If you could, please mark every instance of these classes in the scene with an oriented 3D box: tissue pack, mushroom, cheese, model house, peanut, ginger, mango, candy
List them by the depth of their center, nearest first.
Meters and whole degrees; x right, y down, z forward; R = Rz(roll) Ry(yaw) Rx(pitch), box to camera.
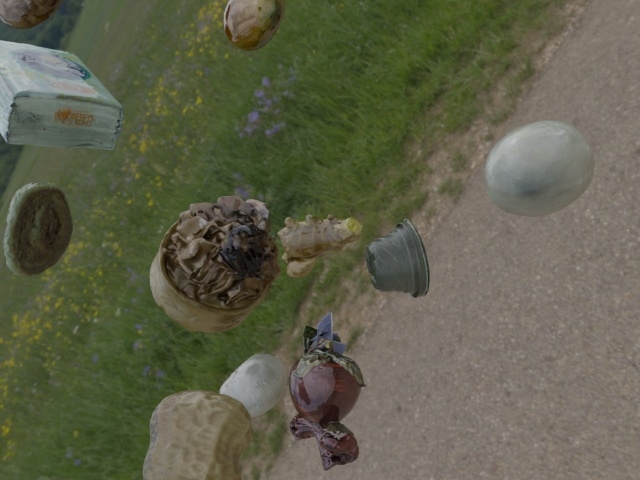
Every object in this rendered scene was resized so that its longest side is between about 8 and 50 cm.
[{"bbox_3d":[-0.113,-0.399,0.971,0.163,0.090,0.111,-16,75,54],"label":"mango"},{"bbox_3d":[-0.232,0.401,1.033,0.110,0.197,0.232,113,165,-62],"label":"peanut"},{"bbox_3d":[-0.012,-0.008,1.171,0.206,0.081,0.115,-32,73,22],"label":"ginger"},{"bbox_3d":[-0.638,-0.610,1.268,0.151,0.156,0.285,33,100,23],"label":"mushroom"},{"bbox_3d":[0.021,0.273,1.448,0.166,0.117,0.088,-87,22,-50],"label":"model house"},{"bbox_3d":[0.590,-0.182,1.495,0.295,0.295,0.185,-39,11,37],"label":"candy"},{"bbox_3d":[-0.755,-0.403,1.503,0.388,0.288,0.162,43,123,34],"label":"tissue pack"},{"bbox_3d":[-0.185,0.424,1.604,0.189,0.154,0.198,-57,-14,19],"label":"cheese"}]

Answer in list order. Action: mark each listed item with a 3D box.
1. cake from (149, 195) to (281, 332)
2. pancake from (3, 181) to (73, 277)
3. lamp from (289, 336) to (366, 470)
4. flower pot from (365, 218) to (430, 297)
[{"bbox_3d":[-0.260,0.044,1.445,0.321,0.333,0.332,-51,27,45],"label":"cake"},{"bbox_3d":[-0.301,-0.012,0.588,0.108,0.017,0.107,10,-90,-82],"label":"pancake"},{"bbox_3d":[0.020,0.322,1.133,0.215,0.151,0.223,15,115,63],"label":"lamp"},{"bbox_3d":[0.211,0.063,1.581,0.235,0.141,0.235,170,90,-84],"label":"flower pot"}]
